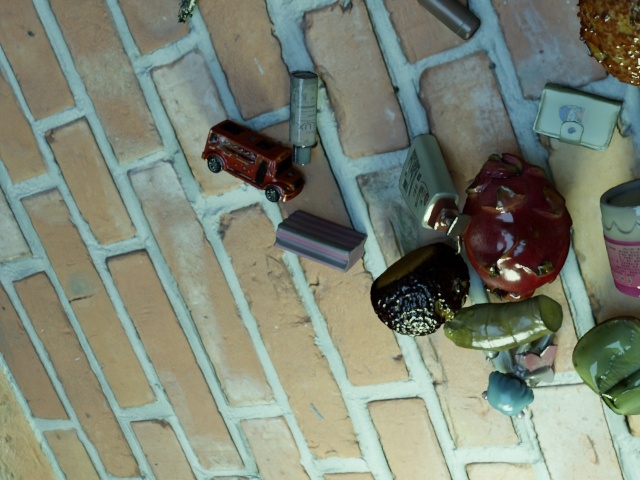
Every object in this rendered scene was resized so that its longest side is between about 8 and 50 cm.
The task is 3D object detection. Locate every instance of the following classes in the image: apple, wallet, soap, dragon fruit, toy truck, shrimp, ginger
[{"bbox_3d":[0.651,0.260,1.706,0.188,0.174,0.207,-46,82,8],"label":"apple"},{"bbox_3d":[0.517,-0.248,1.615,0.155,0.039,0.110,19,117,18],"label":"wallet"},{"bbox_3d":[0.000,0.000,1.950,0.203,0.122,0.066,20,120,19],"label":"soap"},{"bbox_3d":[0.404,-0.016,1.663,0.250,0.250,0.315,18,109,19],"label":"dragon fruit"},{"bbox_3d":[-0.156,-0.194,1.947,0.252,0.107,0.114,27,123,14],"label":"toy truck"},{"bbox_3d":[-0.317,-0.596,1.893,0.091,0.034,0.161,33,118,24],"label":"shrimp"},{"bbox_3d":[0.406,0.189,1.799,0.262,0.109,0.117,-17,81,33],"label":"ginger"}]

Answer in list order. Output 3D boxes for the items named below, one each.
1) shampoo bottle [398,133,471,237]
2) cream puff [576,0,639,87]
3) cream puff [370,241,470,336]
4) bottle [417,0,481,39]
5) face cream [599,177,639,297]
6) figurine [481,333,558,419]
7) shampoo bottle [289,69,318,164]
[{"bbox_3d":[0.246,-0.094,1.698,0.071,0.284,0.153,5,123,-19],"label":"shampoo bottle"},{"bbox_3d":[0.608,-0.415,1.378,0.350,0.229,0.351,10,118,20],"label":"cream puff"},{"bbox_3d":[0.230,0.115,1.814,0.239,0.239,0.165,-30,99,34],"label":"cream puff"},{"bbox_3d":[0.261,-0.469,1.635,0.140,0.053,0.053,42,125,5],"label":"bottle"},{"bbox_3d":[0.649,-0.009,1.575,0.175,0.175,0.195,-9,109,30],"label":"face cream"},{"bbox_3d":[0.449,0.283,1.862,0.205,0.103,0.260,26,112,12],"label":"figurine"},{"bbox_3d":[-0.040,-0.284,1.870,0.072,0.072,0.214,13,118,22],"label":"shampoo bottle"}]
